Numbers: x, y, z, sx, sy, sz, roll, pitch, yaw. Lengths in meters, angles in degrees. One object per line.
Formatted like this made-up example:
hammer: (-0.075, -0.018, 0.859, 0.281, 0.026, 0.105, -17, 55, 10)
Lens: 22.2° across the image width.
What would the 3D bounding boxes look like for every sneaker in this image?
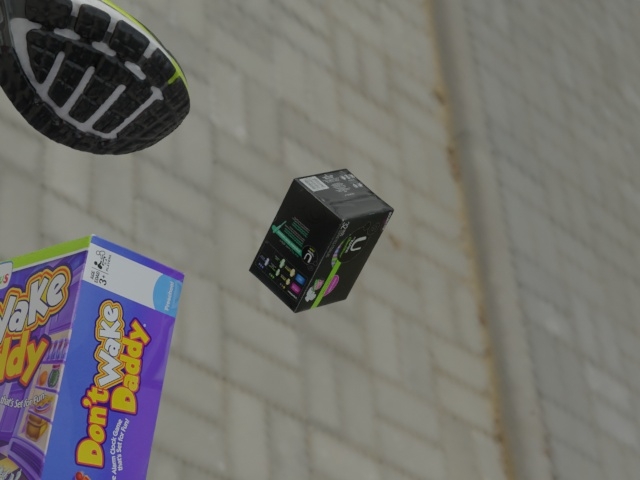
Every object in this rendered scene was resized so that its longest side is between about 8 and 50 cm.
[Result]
sneaker: (-0.206, -0.174, 1.124, 0.300, 0.111, 0.121, 40, 24, -29)

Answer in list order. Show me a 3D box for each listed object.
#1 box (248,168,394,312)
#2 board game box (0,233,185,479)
box: (0.000, 0.000, 1.142, 0.052, 0.083, 0.062, 41, 31, 26)
board game box: (-0.247, 0.144, 1.103, 0.078, 0.347, 0.233, 26, 62, -37)
